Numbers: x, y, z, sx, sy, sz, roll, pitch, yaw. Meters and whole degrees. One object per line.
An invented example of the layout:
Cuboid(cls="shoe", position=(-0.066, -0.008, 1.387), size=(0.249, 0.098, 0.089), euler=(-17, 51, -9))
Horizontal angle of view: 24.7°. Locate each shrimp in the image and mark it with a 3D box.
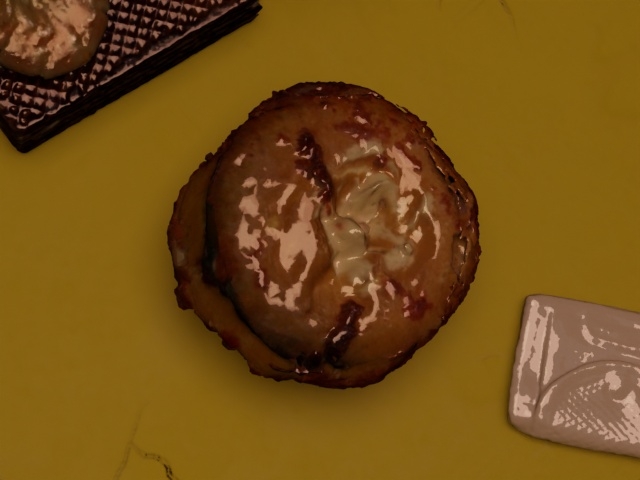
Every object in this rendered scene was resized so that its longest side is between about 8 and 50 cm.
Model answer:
Cuboid(cls="shrimp", position=(-0.251, -0.220, 1.126), size=(0.217, 0.051, 0.115), euler=(47, 72, -10))

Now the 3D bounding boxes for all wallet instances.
Cuboid(cls="wallet", position=(0.248, 0.114, 1.206), size=(0.183, 0.032, 0.124), euler=(11, 75, -3))

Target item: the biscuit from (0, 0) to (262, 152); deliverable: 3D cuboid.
Cuboid(cls="biscuit", position=(-0.170, -0.177, 1.199), size=(0.252, 0.070, 0.106), euler=(-32, 84, -12))

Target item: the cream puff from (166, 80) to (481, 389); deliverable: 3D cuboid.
Cuboid(cls="cream puff", position=(0.000, 0.001, 1.137), size=(0.240, 0.164, 0.240), euler=(3, 81, -21))
